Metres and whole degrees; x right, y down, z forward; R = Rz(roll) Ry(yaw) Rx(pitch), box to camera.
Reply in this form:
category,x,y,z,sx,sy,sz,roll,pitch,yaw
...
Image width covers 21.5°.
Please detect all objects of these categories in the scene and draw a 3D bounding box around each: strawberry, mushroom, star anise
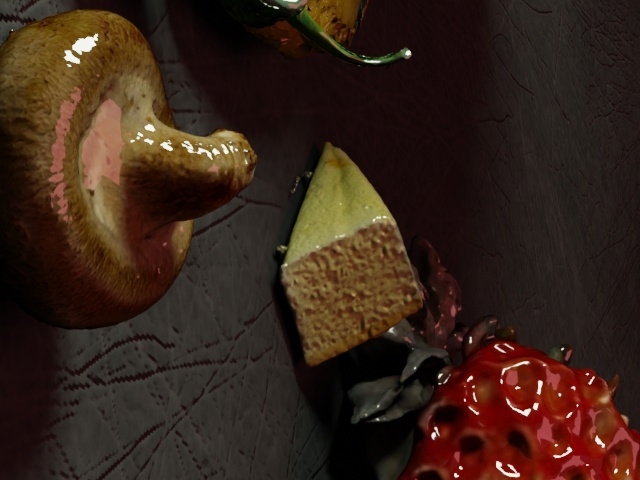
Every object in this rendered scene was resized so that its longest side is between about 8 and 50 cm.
category,x,y,z,sx,sy,sz,roll,pitch,yaw
strawberry,0.111,0.190,0.977,0.280,0.150,0.253,-36,140,-60
mushroom,-0.087,-0.026,0.628,0.109,0.085,0.126,-31,127,-28
star anise,0.064,0.086,1.082,0.182,0.065,0.195,50,40,-61

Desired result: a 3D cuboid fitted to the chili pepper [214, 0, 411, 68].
category,x,y,z,sx,sy,sz,roll,pitch,yaw
chili pepper,-0.054,-0.179,0.732,0.122,0.065,0.278,-34,120,-28

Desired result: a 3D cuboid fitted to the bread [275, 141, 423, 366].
category,x,y,z,sx,sy,sz,roll,pitch,yaw
bread,0.000,0.000,0.979,0.109,0.080,0.084,-124,-167,-50

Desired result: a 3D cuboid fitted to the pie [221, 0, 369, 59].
category,x,y,z,sx,sy,sz,roll,pitch,yaw
pie,-0.013,-0.223,0.882,0.273,0.069,0.273,3,90,-72
